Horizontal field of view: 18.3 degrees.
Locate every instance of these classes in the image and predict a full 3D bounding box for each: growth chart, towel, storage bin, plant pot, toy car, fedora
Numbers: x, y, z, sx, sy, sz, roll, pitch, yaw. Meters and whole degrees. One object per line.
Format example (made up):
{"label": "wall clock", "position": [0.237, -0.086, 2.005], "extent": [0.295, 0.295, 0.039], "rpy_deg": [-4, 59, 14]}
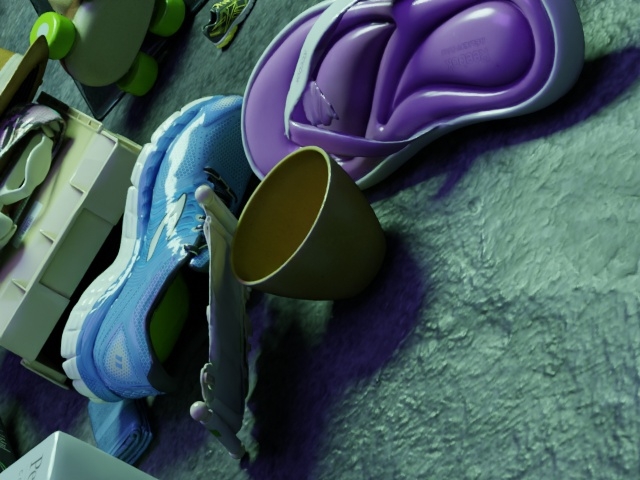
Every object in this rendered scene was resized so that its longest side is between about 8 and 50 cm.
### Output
{"label": "growth chart", "position": [-0.083, 0.072, 1.727], "extent": [0.021, 0.172, 0.237], "rpy_deg": [-6, 64, 9]}
{"label": "towel", "position": [-0.194, 0.177, 1.923], "extent": [0.067, 0.029, 0.119], "rpy_deg": [-50, 30, 15]}
{"label": "storage bin", "position": [-0.284, -0.005, 2.153], "extent": [0.262, 0.123, 0.260], "rpy_deg": [-59, 28, -1]}
{"label": "plant pot", "position": [0.000, 0.000, 1.711], "extent": [0.134, 0.095, 0.134], "rpy_deg": [-40, 33, 32]}
{"label": "toy car", "position": [-0.281, -0.270, 2.319], "extent": [0.188, 0.155, 0.149], "rpy_deg": [30, 96, 48]}
{"label": "fedora", "position": [-0.369, -0.151, 2.157], "extent": [0.194, 0.079, 0.194], "rpy_deg": [-61, 0, 0]}

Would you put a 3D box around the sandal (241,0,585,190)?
{"label": "sandal", "position": [0.044, -0.142, 1.697], "extent": [0.416, 0.102, 0.169], "rpy_deg": [-22, 85, 47]}

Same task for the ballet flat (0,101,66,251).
{"label": "ballet flat", "position": [-0.333, -0.046, 2.071], "extent": [0.079, 0.077, 0.221], "rpy_deg": [12, 70, 49]}

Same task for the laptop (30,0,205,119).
{"label": "laptop", "position": [-0.179, -0.407, 2.491], "extent": [0.382, 0.236, 0.408], "rpy_deg": [-45, 2, 24]}

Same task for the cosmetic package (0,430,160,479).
{"label": "cosmetic package", "position": [-0.315, 0.387, 1.774], "extent": [0.453, 0.161, 0.230], "rpy_deg": [-37, 35, 34]}

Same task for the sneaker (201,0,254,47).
{"label": "sneaker", "position": [-0.101, -0.255, 2.192], "extent": [0.031, 0.035, 0.083], "rpy_deg": [12, 73, 60]}

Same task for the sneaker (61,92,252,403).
{"label": "sneaker", "position": [-0.116, 0.010, 1.893], "extent": [0.147, 0.130, 0.330], "rpy_deg": [4, 65, 41]}

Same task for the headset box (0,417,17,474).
{"label": "headset box", "position": [-0.454, 0.251, 2.065], "extent": [0.246, 0.131, 0.283], "rpy_deg": [-43, 45, 12]}
